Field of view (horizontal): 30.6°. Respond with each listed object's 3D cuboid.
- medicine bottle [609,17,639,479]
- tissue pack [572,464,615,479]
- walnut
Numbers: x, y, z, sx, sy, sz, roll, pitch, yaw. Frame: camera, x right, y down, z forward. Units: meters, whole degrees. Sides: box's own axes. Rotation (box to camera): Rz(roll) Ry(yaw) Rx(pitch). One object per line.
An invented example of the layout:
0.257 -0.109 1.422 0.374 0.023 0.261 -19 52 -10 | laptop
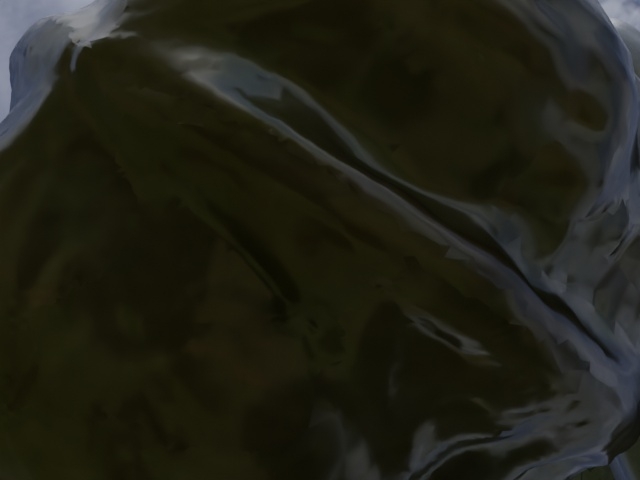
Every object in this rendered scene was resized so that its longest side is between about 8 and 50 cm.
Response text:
0.212 0.065 0.711 0.123 0.282 0.375 -24 -114 11 | medicine bottle
0.254 0.142 0.848 0.193 0.026 0.122 -45 -104 0 | tissue pack
-0.002 0.002 0.459 0.282 0.277 0.253 -37 -131 13 | walnut
